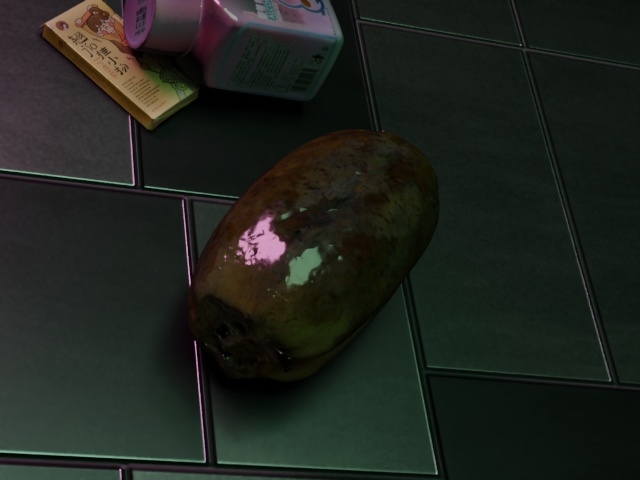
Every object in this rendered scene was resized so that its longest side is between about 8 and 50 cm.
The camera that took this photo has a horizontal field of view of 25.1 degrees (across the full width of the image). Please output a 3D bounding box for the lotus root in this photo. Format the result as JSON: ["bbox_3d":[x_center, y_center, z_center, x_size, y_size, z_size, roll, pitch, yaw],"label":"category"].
[{"bbox_3d":[0.000,0.000,1.227,0.160,0.152,0.275,32,46,12],"label":"lotus root"}]

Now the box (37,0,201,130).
[{"bbox_3d":[-0.189,-0.170,1.356,0.149,0.020,0.073,40,49,8],"label":"box"}]

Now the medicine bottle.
[{"bbox_3d":[-0.086,-0.208,1.367,0.188,0.094,0.119,5,45,-29],"label":"medicine bottle"}]
